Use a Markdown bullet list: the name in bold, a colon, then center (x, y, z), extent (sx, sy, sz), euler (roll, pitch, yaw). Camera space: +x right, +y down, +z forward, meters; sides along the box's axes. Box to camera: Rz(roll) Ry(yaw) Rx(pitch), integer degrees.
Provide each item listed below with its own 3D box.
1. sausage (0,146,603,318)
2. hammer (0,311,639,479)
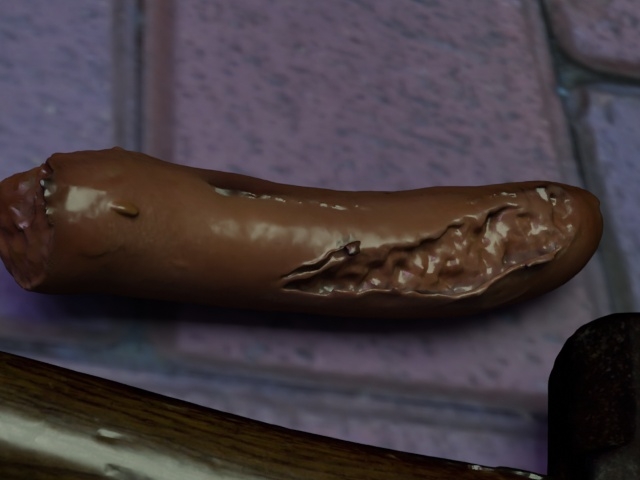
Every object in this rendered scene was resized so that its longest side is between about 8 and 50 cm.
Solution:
- **sausage**: center (0.000, 0.000, 0.732), extent (0.304, 0.078, 0.078), euler (4, 50, -23)
- **hammer**: center (-0.009, 0.102, 0.630), extent (0.409, 0.095, 0.242), euler (15, 47, -6)
